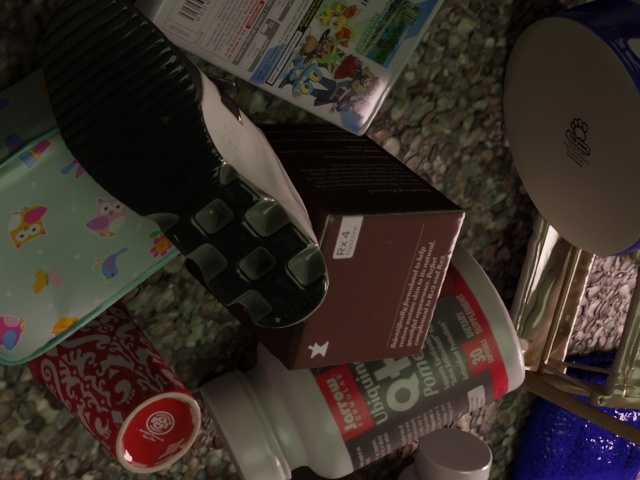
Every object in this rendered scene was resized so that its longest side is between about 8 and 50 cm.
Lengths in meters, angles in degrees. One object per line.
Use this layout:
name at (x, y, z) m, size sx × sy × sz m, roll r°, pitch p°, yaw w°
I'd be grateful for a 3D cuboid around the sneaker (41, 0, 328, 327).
sneaker at (-0.116, -0.081, 1.363) m, size 0.122 × 0.146 × 0.330 m, roll -30°, pitch 115°, yaw 13°

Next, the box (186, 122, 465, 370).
box at (0.000, 0.000, 1.578) m, size 0.167 × 0.203 × 0.168 m, roll -3°, pitch 120°, yaw -37°

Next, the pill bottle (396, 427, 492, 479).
pill bottle at (0.144, 0.347, 1.974) m, size 0.124 × 0.124 × 0.221 m, roll -9°, pitch 124°, yaw -33°

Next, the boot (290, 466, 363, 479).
boot at (-0.046, 0.298, 1.843) m, size 0.219 × 0.106 × 0.082 m, roll 2°, pitch 125°, yaw -7°

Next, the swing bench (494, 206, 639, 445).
swing bench at (0.350, 0.086, 1.897) m, size 0.165 × 0.254 × 0.253 m, roll -41°, pitch 147°, yaw -67°

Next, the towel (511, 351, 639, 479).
towel at (0.354, 0.294, 2.137) m, size 0.227 × 0.076 × 0.308 m, roll -5°, pitch 121°, yaw -36°

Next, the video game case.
video game case at (0.021, -0.282, 1.437) m, size 0.300 × 0.036 × 0.329 m, roll 22°, pitch 102°, yaw -46°

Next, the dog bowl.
dog bowl at (0.309, -0.121, 1.693) m, size 0.104 × 0.265 × 0.265 m, roll -19°, pitch 128°, yaw -25°

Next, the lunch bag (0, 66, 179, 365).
lunch bag at (-0.236, -0.030, 1.443) m, size 0.279 × 0.108 × 0.224 m, roll -36°, pitch 135°, yaw -14°

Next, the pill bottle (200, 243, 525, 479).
pill bottle at (0.041, 0.144, 1.710) m, size 0.318 × 0.176 × 0.176 m, roll -26°, pitch 132°, yaw -9°

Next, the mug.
mug at (-0.179, 0.136, 1.552) m, size 0.150 × 0.169 × 0.113 m, roll -8°, pitch 122°, yaw -34°
